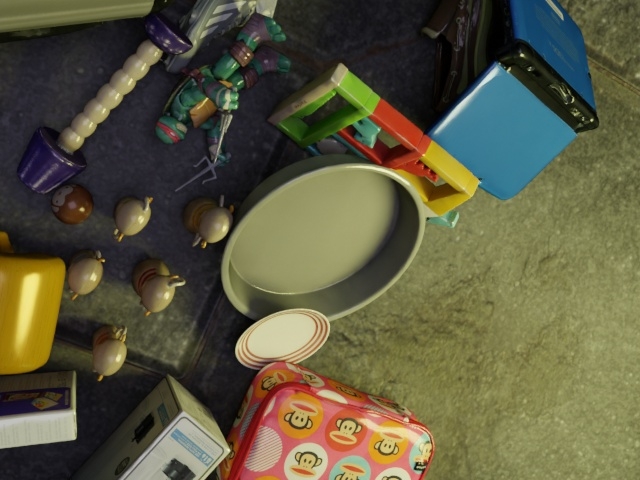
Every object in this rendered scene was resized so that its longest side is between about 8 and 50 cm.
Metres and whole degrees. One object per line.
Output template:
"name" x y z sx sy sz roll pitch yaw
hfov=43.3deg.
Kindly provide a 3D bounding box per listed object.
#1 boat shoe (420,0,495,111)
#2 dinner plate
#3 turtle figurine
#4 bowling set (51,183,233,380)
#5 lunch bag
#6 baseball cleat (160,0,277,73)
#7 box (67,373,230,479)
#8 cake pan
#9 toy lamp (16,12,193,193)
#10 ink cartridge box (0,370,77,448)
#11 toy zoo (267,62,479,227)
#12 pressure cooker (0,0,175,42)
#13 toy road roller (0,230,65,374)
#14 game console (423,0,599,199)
"boat shoe" 0.194 -0.309 1.164 0.095 0.095 0.258 -6 100 -11
"dinner plate" -0.055 0.139 1.157 0.141 0.017 0.141 -13 142 -11
"turtle figurine" -0.137 -0.182 1.053 0.118 0.175 0.234 39 77 -1
"bowling set" -0.267 0.019 1.033 0.199 0.154 0.287 35 87 -19
"lunch bag" -0.002 0.339 1.191 0.293 0.120 0.258 22 95 -19
"baseball cleat" -0.124 -0.297 1.076 0.109 0.072 0.206 30 92 -26
"box" -0.263 0.333 1.075 0.290 0.169 0.087 -47 108 -5
"cake pan" 0.000 0.000 1.100 0.293 0.054 0.293 -14 136 -14
"toy lamp" -0.280 -0.170 1.017 0.080 0.080 0.275 40 101 -19
"ink cartridge box" -0.408 0.207 0.991 0.208 0.206 0.045 0 95 -17
"toy zoo" 0.084 -0.112 1.106 0.293 0.192 0.030 36 67 -18
"pressure cooker" -0.373 -0.399 0.826 0.420 0.370 0.376 -12 98 -19
"toy road roller" -0.438 0.067 0.900 0.240 0.329 0.203 11 95 3
"game console" 0.268 -0.227 1.165 0.293 0.173 0.250 20 61 -51
